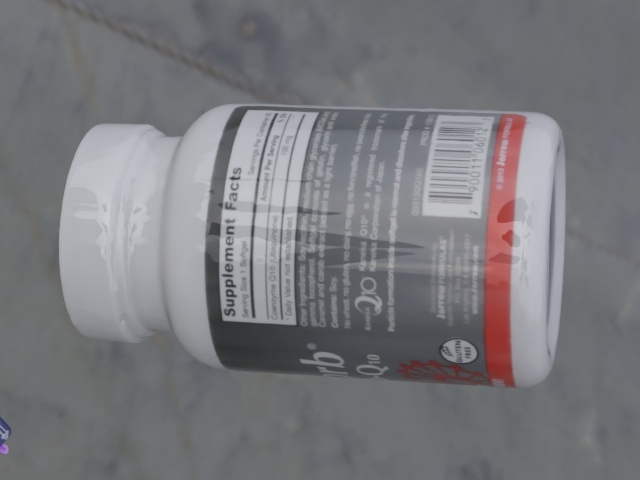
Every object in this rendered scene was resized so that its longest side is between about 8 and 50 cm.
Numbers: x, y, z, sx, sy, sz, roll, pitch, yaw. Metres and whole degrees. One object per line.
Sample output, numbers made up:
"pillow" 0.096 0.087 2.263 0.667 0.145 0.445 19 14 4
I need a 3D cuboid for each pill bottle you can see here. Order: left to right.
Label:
"pill bottle" 0.000 0.000 1.393 0.363 0.210 0.210 3 52 12

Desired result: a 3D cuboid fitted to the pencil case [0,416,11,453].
"pencil case" -0.220 0.138 0.750 0.206 0.086 0.088 -51 143 -15
